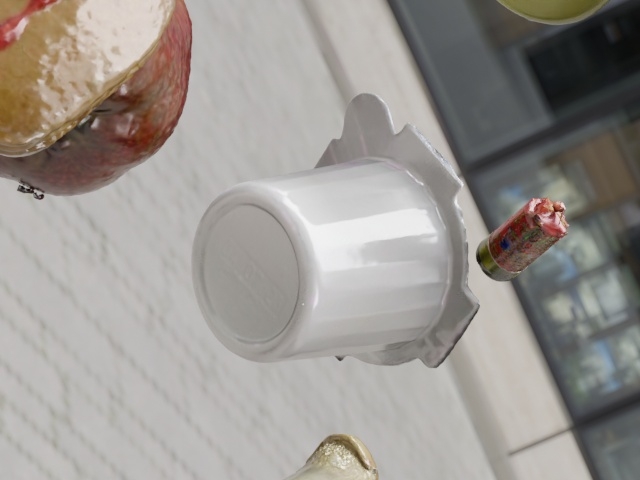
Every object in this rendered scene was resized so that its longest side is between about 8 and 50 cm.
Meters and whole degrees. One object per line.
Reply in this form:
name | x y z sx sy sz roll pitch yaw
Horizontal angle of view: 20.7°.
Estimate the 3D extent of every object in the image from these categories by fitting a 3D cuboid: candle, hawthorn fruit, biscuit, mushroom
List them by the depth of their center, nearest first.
biscuit | -0.204 -0.221 1.198 0.277 0.262 0.052 52 -24 -1
candle | 0.205 -0.006 1.727 0.130 0.052 0.052 -43 -116 54
mushroom | -0.031 0.306 1.767 0.351 0.095 0.123 -43 122 -58
hawthorn fruit | -0.271 -0.223 1.894 0.285 0.285 0.369 59 30 -31

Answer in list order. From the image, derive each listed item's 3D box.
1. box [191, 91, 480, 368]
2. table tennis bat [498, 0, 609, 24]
box | 0.000 0.000 1.781 0.206 0.262 0.291 -10 100 -47
table tennis bat | 0.220 -0.387 1.723 0.054 0.224 0.369 -31 132 -40
